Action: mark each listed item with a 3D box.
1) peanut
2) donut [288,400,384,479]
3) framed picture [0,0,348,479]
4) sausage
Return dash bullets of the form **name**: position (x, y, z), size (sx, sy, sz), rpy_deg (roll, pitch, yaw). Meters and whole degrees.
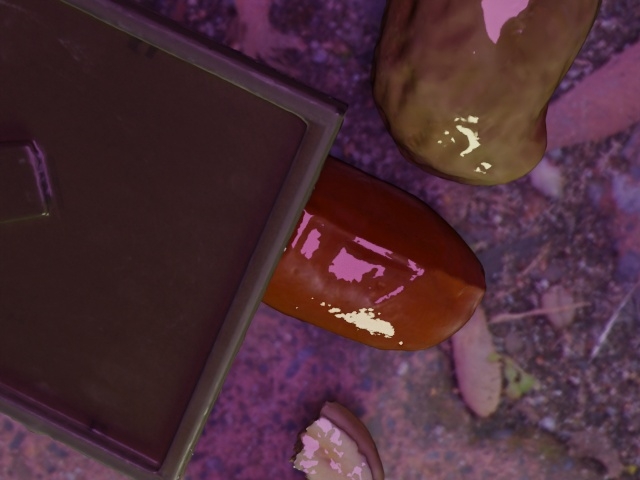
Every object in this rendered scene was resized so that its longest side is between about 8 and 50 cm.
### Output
- **peanut**: position (0.106, -0.229, 0.912), size (0.192, 0.169, 0.387), rpy_deg (-2, 101, 2)
- **donut**: position (-0.015, 0.209, 1.035), size (0.166, 0.065, 0.108), rpy_deg (-45, 100, 4)
- **framed picture**: position (-0.243, -0.047, 0.917), size (0.446, 0.028, 0.326), rpy_deg (27, 112, 3)
- **sausage**: position (0.000, 0.001, 0.968), size (0.258, 0.133, 0.133), rpy_deg (26, 98, -8)
